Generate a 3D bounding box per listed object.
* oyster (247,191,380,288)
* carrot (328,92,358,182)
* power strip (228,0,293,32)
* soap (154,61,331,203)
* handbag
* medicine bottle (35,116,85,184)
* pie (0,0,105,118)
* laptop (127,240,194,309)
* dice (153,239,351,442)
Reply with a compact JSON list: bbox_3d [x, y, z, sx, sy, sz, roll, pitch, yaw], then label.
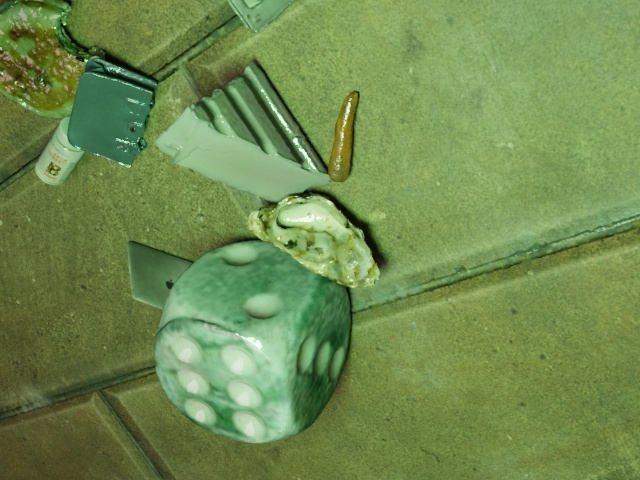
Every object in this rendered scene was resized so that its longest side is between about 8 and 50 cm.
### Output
[{"bbox_3d":[-0.003,0.004,1.551,0.294,0.094,0.166,44,91,8],"label":"oyster"},{"bbox_3d":[0.047,-0.204,1.458,0.047,0.047,0.191,19,120,19],"label":"carrot"},{"bbox_3d":[-0.132,-0.512,1.355,0.198,0.064,0.213,-29,102,41],"label":"power strip"},{"bbox_3d":[-0.147,-0.159,1.454,0.159,0.258,0.302,-29,102,37],"label":"soap"},{"bbox_3d":[-0.466,-0.282,1.654,0.179,0.062,0.229,21,132,-13],"label":"handbag"},{"bbox_3d":[-0.631,-0.219,1.805,0.086,0.086,0.183,47,130,-3],"label":"medicine bottle"},{"bbox_3d":[-0.631,-0.409,1.662,0.302,0.067,0.303,7,129,9],"label":"pie"},{"bbox_3d":[-0.389,0.114,1.913,0.269,0.015,0.188,17,125,20],"label":"laptop"},{"bbox_3d":[-0.142,0.220,1.624,0.330,0.348,0.328,13,126,24],"label":"dice"}]
